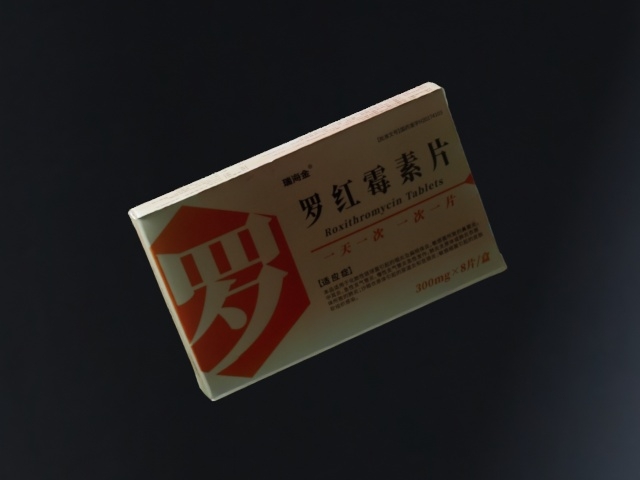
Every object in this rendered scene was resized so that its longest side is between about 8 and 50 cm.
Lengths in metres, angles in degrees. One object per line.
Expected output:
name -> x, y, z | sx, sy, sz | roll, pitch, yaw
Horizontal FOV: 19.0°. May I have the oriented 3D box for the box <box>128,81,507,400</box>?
box -> 0.000, 0.000, 0.529 | 0.015, 0.093, 0.058 | -136, 24, -69
